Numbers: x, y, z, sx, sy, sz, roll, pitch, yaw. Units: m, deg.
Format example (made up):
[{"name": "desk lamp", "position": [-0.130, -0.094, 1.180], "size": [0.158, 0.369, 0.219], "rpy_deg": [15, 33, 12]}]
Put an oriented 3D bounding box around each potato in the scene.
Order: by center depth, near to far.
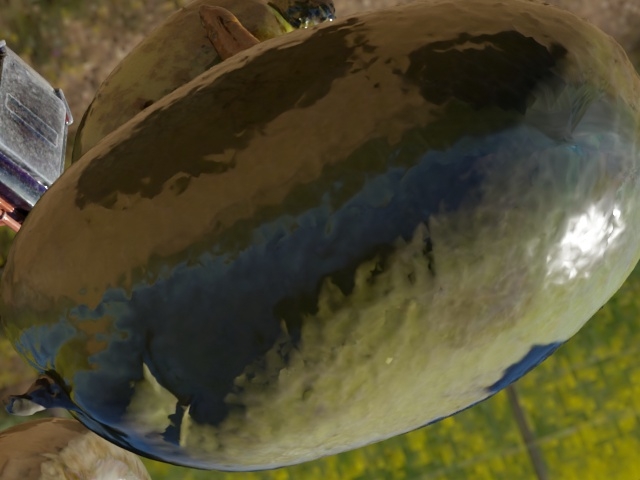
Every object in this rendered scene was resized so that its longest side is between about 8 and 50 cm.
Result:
[{"name": "potato", "position": [0.000, 0.000, 0.611], "size": [0.251, 0.159, 0.174], "rpy_deg": [-27, 150, -15]}]

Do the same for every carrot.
[{"name": "carrot", "position": [-0.029, -0.105, 1.205], "size": [0.047, 0.191, 0.047], "rpy_deg": [-25, 146, -18]}]

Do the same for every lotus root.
[{"name": "lotus root", "position": [-0.099, -0.113, 1.528], "size": [0.309, 0.173, 0.173], "rpy_deg": [-51, 180, -23]}]

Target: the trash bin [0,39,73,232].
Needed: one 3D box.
[{"name": "trash bin", "position": [-0.377, -0.072, 1.668], "size": [0.239, 0.184, 0.161], "rpy_deg": [-17, 145, 24]}]

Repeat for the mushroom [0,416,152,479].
[{"name": "mushroom", "position": [-0.170, 0.227, 1.121], "size": [0.178, 0.226, 0.226], "rpy_deg": [-8, 175, 30]}]
